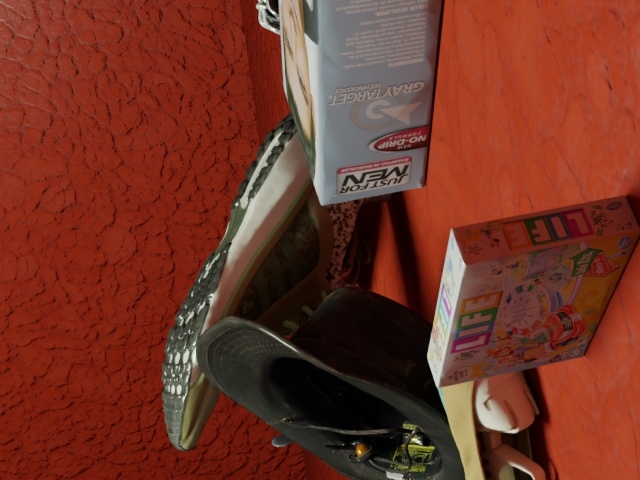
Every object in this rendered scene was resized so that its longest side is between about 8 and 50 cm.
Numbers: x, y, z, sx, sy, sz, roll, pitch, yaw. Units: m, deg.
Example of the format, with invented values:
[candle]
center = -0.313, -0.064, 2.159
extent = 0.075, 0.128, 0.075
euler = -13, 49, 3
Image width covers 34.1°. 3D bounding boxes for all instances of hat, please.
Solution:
[hat]
center = 0.052, 0.134, 1.018
extent = 0.134, 0.331, 0.331
euler = -60, -11, -24

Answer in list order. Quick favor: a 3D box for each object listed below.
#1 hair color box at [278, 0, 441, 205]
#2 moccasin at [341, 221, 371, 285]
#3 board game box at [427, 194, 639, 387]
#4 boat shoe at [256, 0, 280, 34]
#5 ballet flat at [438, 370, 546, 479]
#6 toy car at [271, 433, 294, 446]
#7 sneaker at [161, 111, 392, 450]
[hair color box]
center = 0.029, -0.226, 0.956
extent = 0.374, 0.114, 0.185
euler = 88, 169, -52
[moccasin]
center = -0.002, -0.003, 1.426
extent = 0.139, 0.147, 0.380
euler = 59, -177, 23
[board game box]
center = 0.124, 0.036, 0.638
extent = 0.154, 0.103, 0.026
euler = 90, 168, -57
[boat shoe]
center = -0.030, -0.307, 1.316
extent = 0.306, 0.105, 0.113
euler = 140, 119, -81
[ballet flat]
center = 0.149, 0.159, 0.833
extent = 0.073, 0.080, 0.232
euler = 4, 109, 54
[toy car]
center = 0.022, 0.206, 1.329
extent = 0.155, 0.188, 0.149
euler = -114, 15, -61
[sneaker]
center = -0.038, 0.057, 1.161
extent = 0.410, 0.182, 0.158
euler = -64, 14, -8
